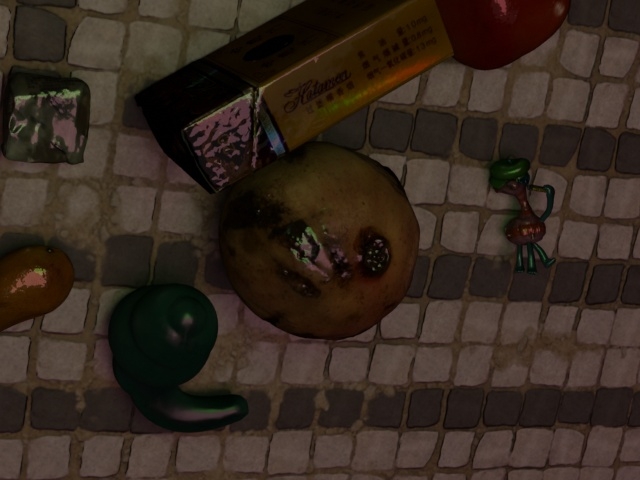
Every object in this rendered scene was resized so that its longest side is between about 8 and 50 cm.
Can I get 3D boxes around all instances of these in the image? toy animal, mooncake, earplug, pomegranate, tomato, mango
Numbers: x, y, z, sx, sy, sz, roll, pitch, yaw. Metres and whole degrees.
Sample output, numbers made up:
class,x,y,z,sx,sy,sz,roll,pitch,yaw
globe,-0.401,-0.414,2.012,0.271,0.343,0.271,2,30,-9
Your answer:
class,x,y,z,sx,sy,sz,roll,pitch,yaw
toy animal,0.360,-0.045,2.060,0.103,0.100,0.208,-10,100,21
mooncake,-0.395,-0.176,1.714,0.125,0.073,0.130,3,107,-27
earplug,-0.221,0.185,1.853,0.164,0.280,0.257,-35,81,-31
pomegranate,0.000,0.000,1.828,0.322,0.322,0.322,-7,109,-21
tomato,0.278,-0.400,1.869,0.260,0.180,0.260,-7,107,-23
mango,-0.446,0.068,1.766,0.165,0.089,0.115,-21,123,-12

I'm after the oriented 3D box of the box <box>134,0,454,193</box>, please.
class,x,y,z,sx,sy,sz,roll,pitch,yaw
box,-0.046,-0.238,1.735,0.415,0.264,0.116,-30,117,-11
